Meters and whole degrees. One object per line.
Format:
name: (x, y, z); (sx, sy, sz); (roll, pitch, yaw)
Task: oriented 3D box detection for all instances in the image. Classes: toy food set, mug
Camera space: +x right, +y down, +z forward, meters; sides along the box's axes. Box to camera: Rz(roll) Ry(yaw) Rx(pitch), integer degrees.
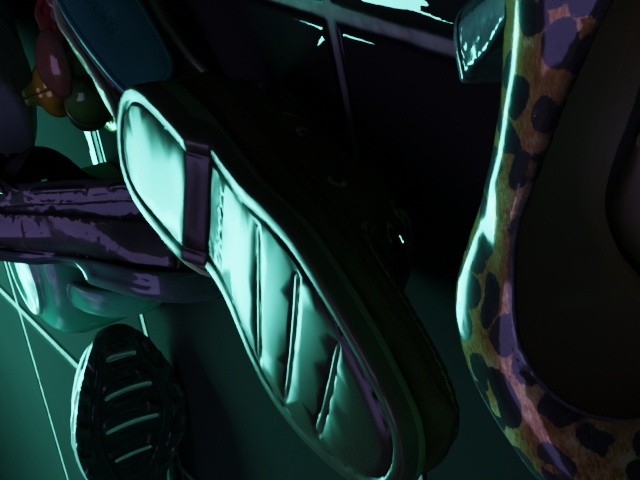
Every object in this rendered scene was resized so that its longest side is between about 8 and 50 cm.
toy food set: (-0.186, -0.144, 1.202); (0.128, 0.071, 0.218); (67, 158, 6)
mug: (-0.196, 0.009, 1.331); (0.129, 0.097, 0.157); (70, 159, -1)

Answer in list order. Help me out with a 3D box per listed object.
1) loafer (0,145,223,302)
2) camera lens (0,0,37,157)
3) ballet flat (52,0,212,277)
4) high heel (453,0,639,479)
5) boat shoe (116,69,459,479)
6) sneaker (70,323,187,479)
loafer: (-0.180, -0.030, 1.189); (0.302, 0.109, 0.095); (13, 108, 35)
camera lens: (-0.359, -0.145, 1.364); (0.274, 0.219, 0.219); (-117, 19, -48)
ballet flat: (-0.094, -0.079, 1.054); (0.248, 0.086, 0.086); (64, 158, 18)
high heel: (0.112, 0.002, 0.579); (0.186, 0.093, 0.261); (136, 121, -74)
boat shoe: (0.000, 0.000, 0.852); (0.307, 0.104, 0.111); (53, 145, 39)
sneaker: (-0.172, 0.180, 1.434); (0.108, 0.100, 0.272); (-128, 26, -48)
